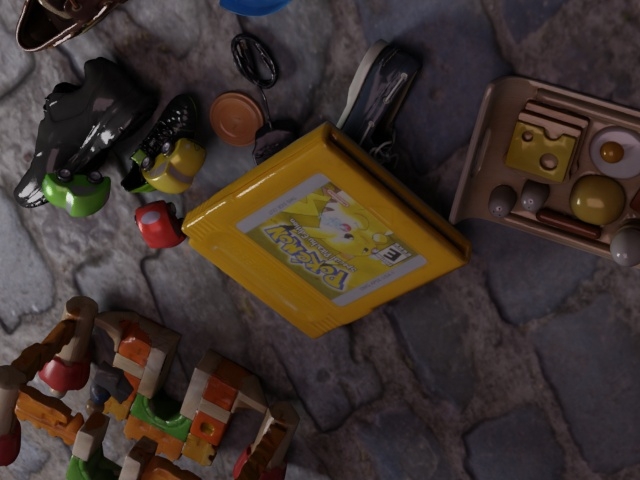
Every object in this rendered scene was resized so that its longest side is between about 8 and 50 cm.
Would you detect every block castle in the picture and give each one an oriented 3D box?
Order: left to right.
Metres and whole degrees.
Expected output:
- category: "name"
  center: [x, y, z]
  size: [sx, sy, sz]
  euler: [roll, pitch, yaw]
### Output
- category: "block castle"
  center: [-0.285, 0.311, 2.004]
  size: [0.453, 0.303, 0.213]
  euler: [26, 124, 7]

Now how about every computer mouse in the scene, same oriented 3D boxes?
- category: "computer mouse"
  center: [-0.072, -0.176, 1.816]
  size: [0.071, 0.041, 0.242]
  euler: [-13, 106, 11]

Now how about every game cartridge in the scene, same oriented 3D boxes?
- category: "game cartridge"
  center: [0.000, 0.000, 1.800]
  size: [0.285, 0.053, 0.323]
  euler: [39, 134, -23]

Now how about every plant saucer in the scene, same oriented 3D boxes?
- category: "plant saucer"
  center: [-0.120, -0.172, 1.847]
  size: [0.083, 0.013, 0.084]
  euler: [10, 121, 17]

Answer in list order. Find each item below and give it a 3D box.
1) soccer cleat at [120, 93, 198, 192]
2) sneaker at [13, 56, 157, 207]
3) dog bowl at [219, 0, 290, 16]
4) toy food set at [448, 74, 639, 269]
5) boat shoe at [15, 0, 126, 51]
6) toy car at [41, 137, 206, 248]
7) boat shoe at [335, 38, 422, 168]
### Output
- category: "soccer cleat"
  center: [-0.233, -0.135, 1.870]
  size: [0.060, 0.072, 0.179]
  euler: [46, 126, 20]
- category: "sneaker"
  center: [-0.367, -0.159, 1.909]
  size: [0.286, 0.109, 0.130]
  euler: [-40, 92, 24]
- category: "dog bowl"
  center: [-0.142, -0.413, 1.687]
  size: [0.297, 0.074, 0.166]
  euler: [28, 124, 6]
- category: "toy food set"
  center: [0.336, -0.069, 1.677]
  size: [0.306, 0.092, 0.220]
  euler: [18, 123, 11]
- category: "boat shoe"
  center: [-0.319, -0.339, 1.700]
  size: [0.123, 0.123, 0.342]
  euler: [51, 146, -10]
- category: "toy car"
  center: [-0.287, -0.058, 1.859]
  size: [0.224, 0.053, 0.239]
  euler: [3, 142, -15]
- category: "boat shoe"
  center: [0.069, -0.144, 1.744]
  size: [0.079, 0.095, 0.255]
  euler: [30, 116, 17]
